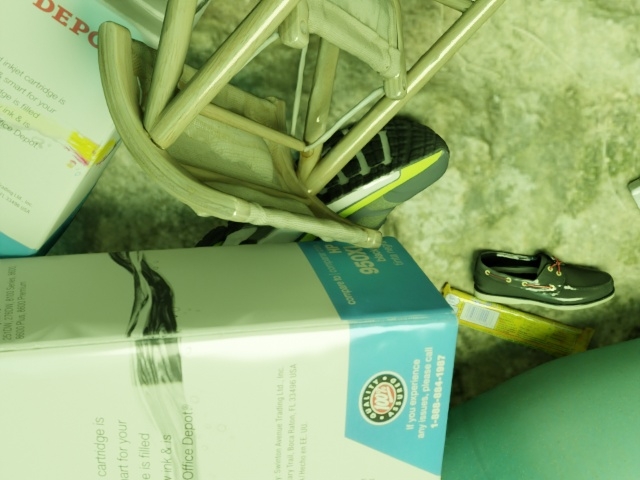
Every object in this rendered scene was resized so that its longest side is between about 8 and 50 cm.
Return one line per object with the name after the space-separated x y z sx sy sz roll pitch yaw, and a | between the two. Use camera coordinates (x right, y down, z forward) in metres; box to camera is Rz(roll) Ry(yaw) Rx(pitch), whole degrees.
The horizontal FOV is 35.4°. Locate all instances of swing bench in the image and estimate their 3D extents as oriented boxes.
-0.013 -0.140 0.730 0.165 0.253 0.255 30 97 23 | swing bench

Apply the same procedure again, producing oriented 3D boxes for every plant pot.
0.265 0.213 0.887 0.255 0.272 0.272 -35 106 12 | plant pot

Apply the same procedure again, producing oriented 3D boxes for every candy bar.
0.189 0.082 0.985 0.161 0.018 0.040 18 110 -1 | candy bar

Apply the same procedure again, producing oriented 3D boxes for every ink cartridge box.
-0.111 0.162 0.811 0.394 0.166 0.286 -3 114 -14 | ink cartridge box
-0.253 -0.137 0.839 0.198 0.197 0.270 34 113 -9 | ink cartridge box

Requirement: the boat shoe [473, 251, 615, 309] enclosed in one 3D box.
0.211 0.036 0.946 0.132 0.049 0.042 4 122 9 | boat shoe

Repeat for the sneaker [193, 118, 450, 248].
0.000 0.000 0.937 0.300 0.111 0.121 -34 123 19 | sneaker

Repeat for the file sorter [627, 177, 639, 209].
0.429 0.047 0.861 0.192 0.173 0.278 -29 108 17 | file sorter
